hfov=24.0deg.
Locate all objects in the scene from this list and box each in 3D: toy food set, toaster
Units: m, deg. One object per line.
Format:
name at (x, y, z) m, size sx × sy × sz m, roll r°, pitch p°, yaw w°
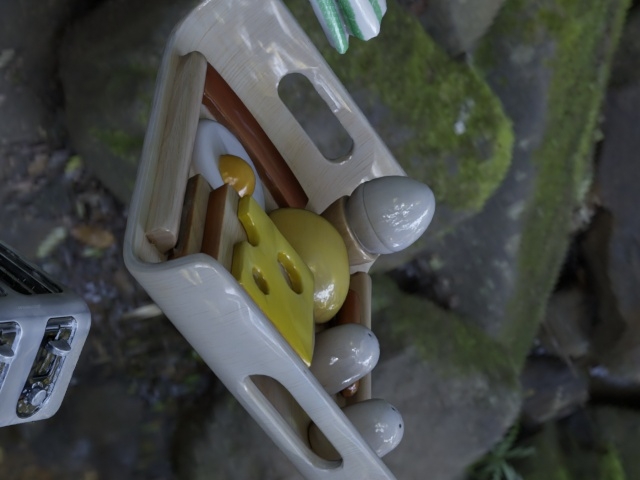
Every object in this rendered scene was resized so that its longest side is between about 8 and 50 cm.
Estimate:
toy food set at (0.000, 0.000, 0.854) m, size 0.092 × 0.306 × 0.220 m, roll -27°, pitch 121°, yaw 19°
toaster at (-0.298, 0.063, 1.198) m, size 0.110 × 0.185 × 0.168 m, roll -62°, pitch 157°, yaw 12°

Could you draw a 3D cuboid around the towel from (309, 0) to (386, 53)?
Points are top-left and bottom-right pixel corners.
towel at (-0.019, -0.293, 0.902) m, size 0.038 × 0.325 × 0.248 m, roll -17°, pitch 128°, yaw 16°
